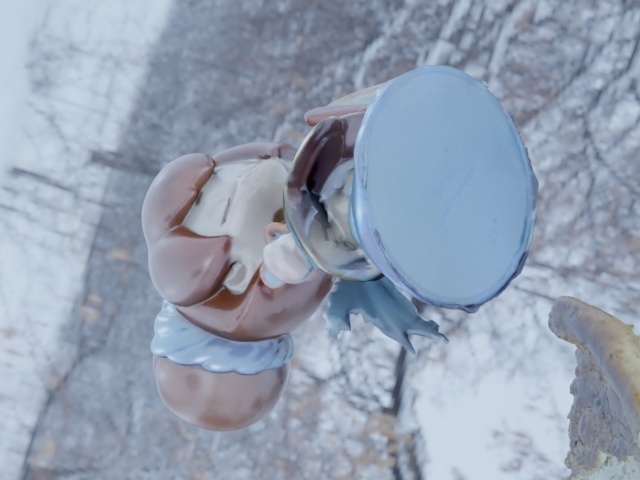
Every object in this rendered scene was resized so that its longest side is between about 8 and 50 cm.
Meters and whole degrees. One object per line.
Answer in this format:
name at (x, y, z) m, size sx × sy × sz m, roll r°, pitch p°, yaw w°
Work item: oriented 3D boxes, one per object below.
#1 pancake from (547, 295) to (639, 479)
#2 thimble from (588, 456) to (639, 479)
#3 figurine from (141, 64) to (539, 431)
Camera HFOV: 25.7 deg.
pancake at (0.297, 0.186, 1.513) m, size 0.266 × 0.057 × 0.244 m, roll -106°, pitch -158°, yaw -49°
thimble at (0.391, 0.299, 1.761) m, size 0.102 × 0.115 × 0.090 m, roll -27°, pitch -125°, yaw 18°
figurine at (0.000, -0.002, 1.202) m, size 0.388 × 0.248 × 0.277 m, roll -11°, pitch -146°, yaw 47°
